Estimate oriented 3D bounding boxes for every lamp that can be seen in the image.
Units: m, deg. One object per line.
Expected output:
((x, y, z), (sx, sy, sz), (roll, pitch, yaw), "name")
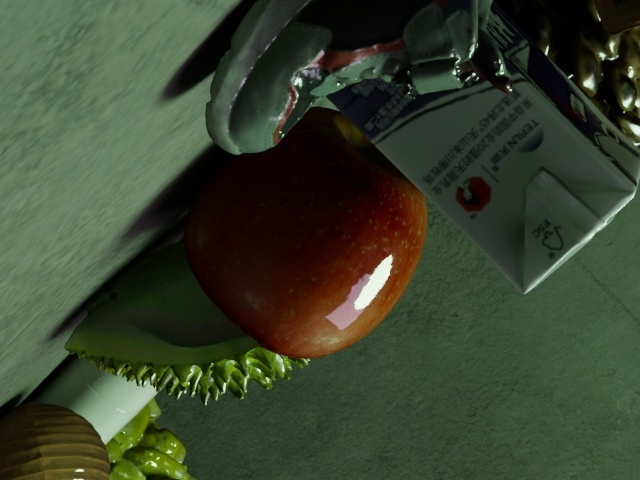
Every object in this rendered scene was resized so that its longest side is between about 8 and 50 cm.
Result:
((-0.264, 0.220, 1.191), (0.136, 0.136, 0.136), (-44, 178, -2), "lamp")

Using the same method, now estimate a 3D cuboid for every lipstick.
((-0.184, 0.113, 1.274), (0.327, 0.087, 0.087), (-45, 178, 13), "lipstick")

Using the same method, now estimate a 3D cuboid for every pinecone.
((0.190, -0.167, 1.045), (0.257, 0.243, 0.243), (-23, -176, 14), "pinecone")

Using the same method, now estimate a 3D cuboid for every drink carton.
((0.098, -0.086, 0.823), (0.102, 0.222, 0.134), (-45, 178, 19), "drink carton")

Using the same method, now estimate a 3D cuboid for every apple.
((-0.010, -0.006, 0.973), (0.168, 0.181, 0.181), (-49, 177, 16), "apple")

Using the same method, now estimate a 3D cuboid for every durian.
((-0.038, 0.026, 1.125), (0.355, 0.169, 0.157), (-42, -179, -35), "durian")

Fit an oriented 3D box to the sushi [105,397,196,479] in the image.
((-0.262, 0.355, 1.546), (0.285, 0.328, 0.328), (-38, 173, -4), "sushi")

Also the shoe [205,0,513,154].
((0.045, -0.112, 0.666), (0.227, 0.125, 0.099), (-46, -179, 10), "shoe")

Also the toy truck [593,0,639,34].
((0.342, -0.267, 0.750), (0.388, 0.173, 0.207), (-17, -173, 27), "toy truck")
